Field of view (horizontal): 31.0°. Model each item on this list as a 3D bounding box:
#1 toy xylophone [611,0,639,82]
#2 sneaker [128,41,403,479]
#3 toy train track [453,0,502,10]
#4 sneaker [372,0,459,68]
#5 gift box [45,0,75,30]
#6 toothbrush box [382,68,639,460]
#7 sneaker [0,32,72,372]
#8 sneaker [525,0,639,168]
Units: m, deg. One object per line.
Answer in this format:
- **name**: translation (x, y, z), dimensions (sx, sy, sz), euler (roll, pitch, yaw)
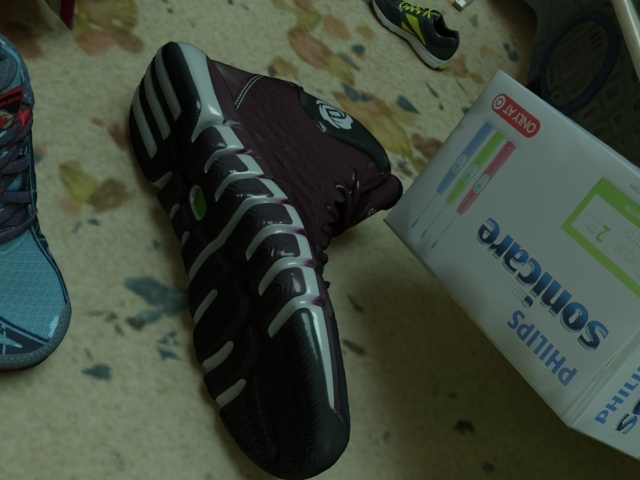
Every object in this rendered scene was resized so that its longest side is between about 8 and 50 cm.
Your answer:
- **toy xylophone**: translation (0.276, -0.123, 0.813), dimensions (0.236, 0.081, 0.322), euler (4, 64, -63)
- **sneaker**: translation (0.000, 0.000, 0.692), dimensions (0.163, 0.106, 0.281), euler (1, 58, -38)
- **toy train track**: translation (0.139, -0.224, 1.009), dimensions (0.048, 0.014, 0.083), euler (43, 46, -1)
- **sneaker**: translation (0.078, -0.176, 0.918), dimensions (0.083, 0.035, 0.031), euler (42, 44, -2)
- **gift box**: translation (-0.203, -0.274, 0.629), dimensions (0.258, 0.255, 0.276), euler (-9, 58, -47)
- **toothbrush box**: translation (0.207, 0.046, 0.687), dimensions (0.283, 0.122, 0.206), euler (27, 16, -36)
- **sneaker**: translation (-0.183, -0.043, 0.531), dimensions (0.104, 0.125, 0.261), euler (-52, 125, -43)
- **sneaker**: translation (0.236, -0.173, 0.980), dimensions (0.129, 0.111, 0.297), euler (19, 53, -43)
